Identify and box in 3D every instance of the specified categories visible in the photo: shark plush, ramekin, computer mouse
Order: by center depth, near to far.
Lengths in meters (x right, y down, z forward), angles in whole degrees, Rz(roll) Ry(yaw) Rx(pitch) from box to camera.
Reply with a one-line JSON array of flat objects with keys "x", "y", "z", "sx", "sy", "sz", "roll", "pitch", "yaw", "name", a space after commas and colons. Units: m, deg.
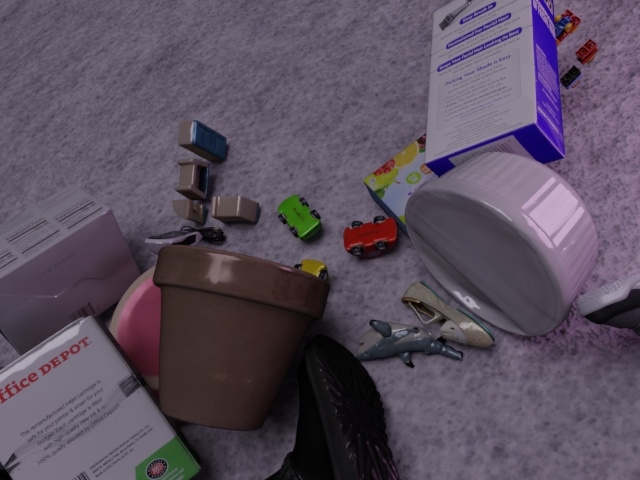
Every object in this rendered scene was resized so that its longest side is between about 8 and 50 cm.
[{"x": 0.260, "y": -0.004, "z": 0.825, "sx": 0.127, "sy": 0.273, "sz": 0.273, "roll": -41, "pitch": 53, "yaw": -19, "name": "ramekin"}, {"x": 0.139, "y": 0.167, "z": 0.914, "sx": 0.161, "sy": 0.073, "sz": 0.067, "roll": 9, "pitch": 83, "yaw": 4, "name": "shark plush"}, {"x": -0.265, "y": 0.004, "z": 1.102, "sx": 0.106, "sy": 0.193, "sz": 0.042, "roll": 3, "pitch": 100, "yaw": 18, "name": "computer mouse"}]

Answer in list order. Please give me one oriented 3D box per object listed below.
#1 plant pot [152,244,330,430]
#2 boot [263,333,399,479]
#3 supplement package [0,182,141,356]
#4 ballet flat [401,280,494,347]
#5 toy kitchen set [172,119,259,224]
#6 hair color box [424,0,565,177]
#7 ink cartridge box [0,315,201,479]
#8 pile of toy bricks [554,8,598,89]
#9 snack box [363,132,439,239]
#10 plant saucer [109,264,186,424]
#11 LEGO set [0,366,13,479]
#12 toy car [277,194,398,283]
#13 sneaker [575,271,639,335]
[{"x": -0.131, "y": 0.148, "z": 0.847, "sx": 0.263, "sy": 0.263, "sz": 0.229, "roll": 5, "pitch": 77, "yaw": 25, "name": "plant pot"}, {"x": -0.034, "y": 0.323, "z": 0.831, "sx": 0.260, "sy": 0.131, "sz": 0.348, "roll": -42, "pitch": 31, "yaw": 19, "name": "boot"}, {"x": -0.507, "y": 0.058, "z": 1.092, "sx": 0.145, "sy": 0.204, "sz": 0.262, "roll": 29, "pitch": 54, "yaw": 33, "name": "supplement package"}, {"x": 0.191, "y": 0.125, "z": 0.896, "sx": 0.052, "sy": 0.057, "sz": 0.168, "roll": -37, "pitch": 44, "yaw": -15, "name": "ballet flat"}, {"x": -0.197, "y": -0.136, "z": 1.200, "sx": 0.166, "sy": 0.122, "sz": 0.207, "roll": -1, "pitch": 81, "yaw": 22, "name": "toy kitchen set"}, {"x": 0.279, "y": -0.264, "z": 0.939, "sx": 0.185, "sy": 0.110, "sz": 0.339, "roll": -17, "pitch": 55, "yaw": 41, "name": "hair color box"}, {"x": -0.350, "y": 0.287, "z": 0.876, "sx": 0.211, "sy": 0.121, "sz": 0.289, "roll": -35, "pitch": 90, "yaw": -15, "name": "ink cartridge box"}, {"x": 0.391, "y": -0.288, "z": 1.033, "sx": 0.212, "sy": 0.105, "sz": 0.118, "roll": -45, "pitch": 67, "yaw": 18, "name": "pile of toy bricks"}, {"x": 0.210, "y": -0.100, "z": 1.013, "sx": 0.207, "sy": 0.070, "sz": 0.174, "roll": -37, "pitch": 54, "yaw": 0, "name": "snack box"}, {"x": -0.255, "y": 0.157, "z": 1.048, "sx": 0.332, "sy": 0.084, "sz": 0.332, "roll": -11, "pitch": 58, "yaw": 18, "name": "plant saucer"}, {"x": -0.523, "y": 0.362, "z": 1.010, "sx": 0.255, "sy": 0.192, "sz": 0.331, "roll": -29, "pitch": 62, "yaw": 31, "name": "LEGO set"}, {"x": 0.000, "y": 0.000, "z": 1.052, "sx": 0.239, "sy": 0.053, "sz": 0.225, "roll": -38, "pitch": 54, "yaw": -3, "name": "toy car"}, {"x": 0.453, "y": 0.123, "z": 0.713, "sx": 0.268, "sy": 0.101, "sz": 0.153, "roll": 2, "pitch": 65, "yaw": -14, "name": "sneaker"}]
